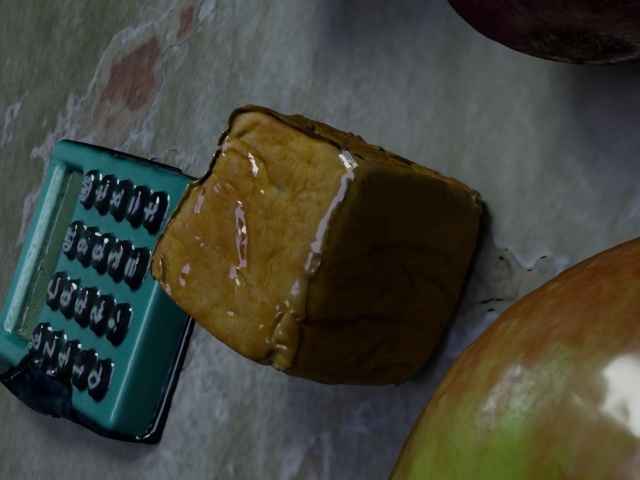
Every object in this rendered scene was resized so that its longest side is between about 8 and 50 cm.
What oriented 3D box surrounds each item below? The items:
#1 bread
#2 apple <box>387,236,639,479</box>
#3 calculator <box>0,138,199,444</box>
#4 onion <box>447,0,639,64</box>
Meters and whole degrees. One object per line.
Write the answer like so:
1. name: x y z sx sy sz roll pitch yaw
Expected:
1. bread: 0.000 0.000 0.684 0.158 0.149 0.143 38 108 48
2. apple: 0.162 0.141 0.393 0.277 0.250 0.309 56 141 26
3. calculator: -0.206 0.040 0.968 0.274 0.058 0.248 19 91 49
4. onion: 0.144 -0.166 0.556 0.177 0.177 0.153 -10 95 46
